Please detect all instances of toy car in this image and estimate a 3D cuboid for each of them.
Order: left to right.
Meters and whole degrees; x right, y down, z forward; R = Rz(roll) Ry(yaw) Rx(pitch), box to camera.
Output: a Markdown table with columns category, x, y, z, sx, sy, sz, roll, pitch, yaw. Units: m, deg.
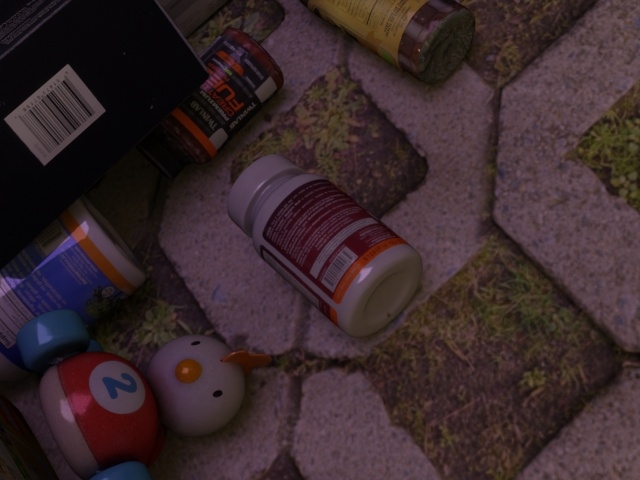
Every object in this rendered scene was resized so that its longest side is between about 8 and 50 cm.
| category | x | y | z | sx | sy | sz | roll | pitch | yaw |
| --- | --- | --- | --- | --- | --- | --- | --- | --- | --- |
| toy car | -0.166 | 0.163 | 1.096 | 0.238 | 0.210 | 0.219 | -26 | 69 | -10 |

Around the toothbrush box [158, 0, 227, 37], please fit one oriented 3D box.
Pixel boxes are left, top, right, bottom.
| category | x | y | z | sx | sy | sz | roll | pitch | yaw |
| --- | --- | --- | --- | --- | --- | --- | --- | --- | --- |
| toothbrush box | -0.238 | -0.448 | 1.459 | 0.216 | 0.126 | 0.295 | -42 | 58 | -5 |

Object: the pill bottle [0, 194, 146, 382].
| category | x | y | z | sx | sy | sz | roll | pitch | yaw |
| --- | --- | --- | --- | --- | --- | --- | --- | --- | --- |
| pill bottle | -0.358 | 0.073 | 1.221 | 0.272 | 0.152 | 0.152 | -39 | 59 | -3 |

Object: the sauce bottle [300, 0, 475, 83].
| category | x | y | z | sx | sy | sz | roll | pitch | yaw |
| --- | --- | --- | --- | --- | --- | --- | --- | --- | --- |
| sauce bottle | 0.043 | -0.325 | 1.315 | 0.111 | 0.111 | 0.344 | -45 | 58 | -7 |

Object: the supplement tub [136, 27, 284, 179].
| category | x | y | z | sx | sy | sz | roll | pitch | yaw |
| --- | --- | --- | --- | --- | --- | --- | --- | --- | --- |
| supplement tub | -0.146 | -0.170 | 1.301 | 0.106 | 0.106 | 0.198 | 38 | 81 | 30 |

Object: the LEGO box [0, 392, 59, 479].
| category | x | y | z | sx | sy | sz | roll | pitch | yaw |
| --- | --- | --- | --- | --- | --- | --- | --- | --- | --- |
| LEGO box | -0.332 | 0.327 | 0.947 | 0.193 | 0.372 | 0.500 | -35 | 59 | -10 |

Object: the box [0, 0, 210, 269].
| category | x | y | z | sx | sy | sz | roll | pitch | yaw |
| --- | --- | --- | --- | --- | --- | --- | --- | --- | --- |
| box | -0.362 | -0.164 | 1.231 | 0.343 | 0.179 | 0.312 | -46 | 30 | -17 |

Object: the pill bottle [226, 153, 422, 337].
| category | x | y | z | sx | sy | sz | roll | pitch | yaw |
| --- | --- | --- | --- | --- | --- | --- | --- | --- | --- |
| pill bottle | 0.000 | 0.000 | 1.156 | 0.121 | 0.121 | 0.221 | -45 | 60 | -7 |
